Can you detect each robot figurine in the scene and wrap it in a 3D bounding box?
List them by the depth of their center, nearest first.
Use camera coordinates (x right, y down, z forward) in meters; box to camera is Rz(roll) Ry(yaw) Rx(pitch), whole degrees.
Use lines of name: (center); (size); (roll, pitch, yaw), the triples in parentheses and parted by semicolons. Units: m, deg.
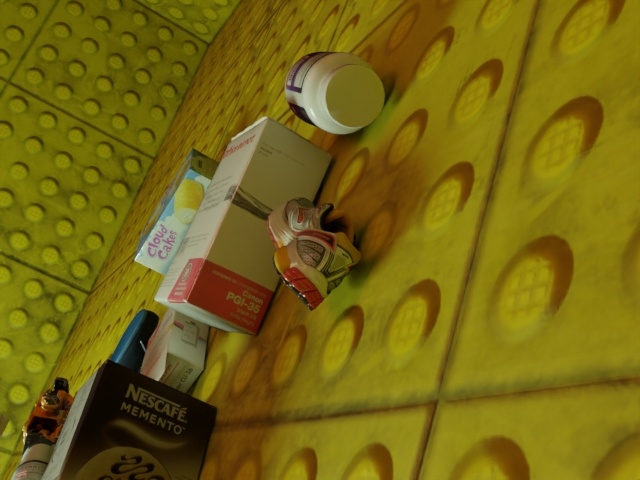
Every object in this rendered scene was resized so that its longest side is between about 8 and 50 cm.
robot figurine: (-0.422, 0.363, 1.231); (0.211, 0.085, 0.290); (-91, 14, -64)

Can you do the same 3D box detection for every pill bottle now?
pill bottle: (0.020, -0.202, 1.061); (0.108, 0.108, 0.193); (-60, 19, 6)

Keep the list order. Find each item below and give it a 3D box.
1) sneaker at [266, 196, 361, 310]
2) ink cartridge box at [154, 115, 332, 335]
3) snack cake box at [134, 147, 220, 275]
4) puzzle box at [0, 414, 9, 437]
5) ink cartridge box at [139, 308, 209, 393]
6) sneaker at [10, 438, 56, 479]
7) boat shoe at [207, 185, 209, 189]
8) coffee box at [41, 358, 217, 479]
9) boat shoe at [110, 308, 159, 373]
sneaker: (0.000, 0.000, 0.900); (0.093, 0.088, 0.225); (-38, 23, 7)
ink cartridge box: (-0.115, -0.016, 1.139); (0.283, 0.117, 0.207); (-66, 19, -13)
snack cake box: (-0.329, -0.068, 1.824); (0.264, 0.089, 0.152); (-56, 20, 17)
puzzle box: (-0.699, 0.528, 1.427); (0.272, 0.052, 0.408); (-37, 31, 55)
ink cartridge box: (-0.235, 0.192, 1.242); (0.115, 0.067, 0.198); (-53, 19, 24)
sneaker: (-0.367, 0.387, 1.077); (0.091, 0.094, 0.258); (-90, 5, -61)
boat shoe: (-0.144, -0.061, 1.366); (0.081, 0.068, 0.228); (-27, 21, -6)
coffee box: (-0.257, 0.322, 0.957); (0.119, 0.168, 0.297); (-42, 27, 44)
boat shoe: (-0.351, 0.250, 1.438); (0.258, 0.089, 0.109); (-63, 17, 8)
